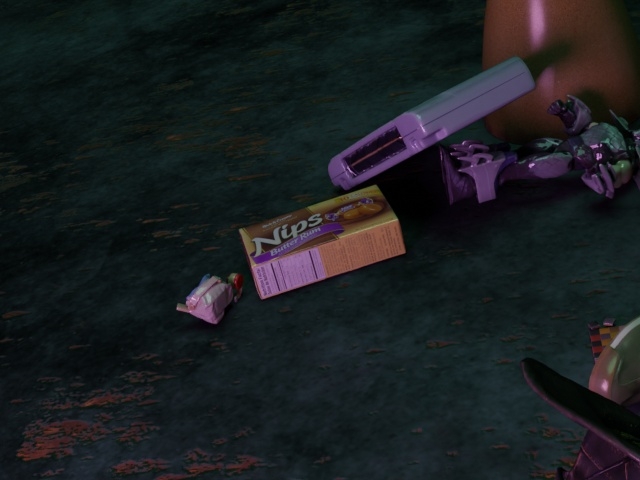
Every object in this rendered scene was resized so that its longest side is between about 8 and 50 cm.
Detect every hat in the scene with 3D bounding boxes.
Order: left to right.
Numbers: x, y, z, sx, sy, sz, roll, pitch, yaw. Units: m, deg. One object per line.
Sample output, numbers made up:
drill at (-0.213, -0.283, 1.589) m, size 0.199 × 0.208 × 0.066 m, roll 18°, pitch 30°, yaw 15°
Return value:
hat at (0.248, 0.217, 0.810) m, size 0.134 × 0.331 × 0.331 m, roll -58°, pitch 35°, yaw 2°

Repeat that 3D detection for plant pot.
plant pot at (0.321, -0.296, 1.602) m, size 0.237 × 0.254 × 0.237 m, roll -11°, pitch 28°, yaw 6°

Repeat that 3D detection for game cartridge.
game cartridge at (0.142, -0.148, 1.503) m, size 0.196 × 0.060 × 0.294 m, roll -25°, pitch 0°, yaw -23°

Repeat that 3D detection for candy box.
candy box at (0.000, 0.000, 1.449) m, size 0.186 × 0.053 × 0.109 m, roll -17°, pitch 29°, yaw -4°

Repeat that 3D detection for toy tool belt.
toy tool belt at (-0.133, 0.062, 1.407) m, size 0.051 × 0.052 × 0.083 m, roll 10°, pitch 36°, yaw 24°

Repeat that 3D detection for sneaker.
sneaker at (0.339, 0.100, 1.086) m, size 0.192 × 0.064 × 0.086 m, roll -31°, pitch 27°, yaw -31°

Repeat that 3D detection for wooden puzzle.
wooden puzzle at (0.294, 0.101, 1.167) m, size 0.049 × 0.006 × 0.083 m, roll -9°, pitch 29°, yaw 12°

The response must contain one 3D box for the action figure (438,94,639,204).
action figure at (0.291, -0.105, 1.445) m, size 0.285 × 0.099 × 0.185 m, roll -11°, pitch 24°, yaw 3°
